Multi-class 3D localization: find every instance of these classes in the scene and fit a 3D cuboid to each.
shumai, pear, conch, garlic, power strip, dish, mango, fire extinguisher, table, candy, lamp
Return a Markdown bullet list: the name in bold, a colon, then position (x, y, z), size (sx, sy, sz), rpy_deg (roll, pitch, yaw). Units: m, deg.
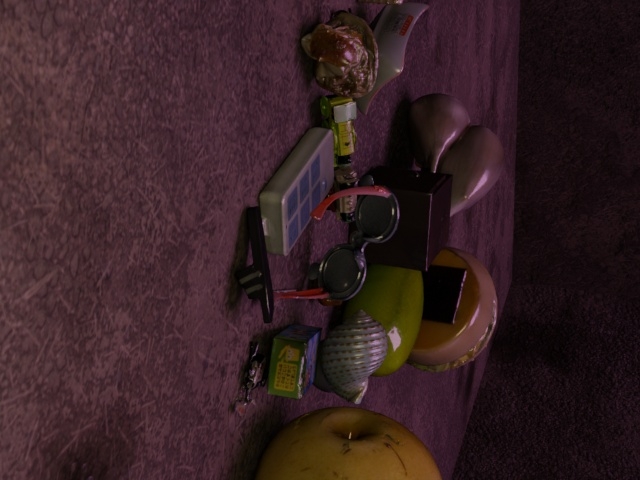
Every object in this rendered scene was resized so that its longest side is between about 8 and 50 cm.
- **shumai**: position (0.021, -0.310, 1.709), size (0.116, 0.145, 0.146), rpy_deg (-8, 107, -48)
- **pear**: position (0.046, 0.446, 1.750), size (0.348, 0.348, 0.349), rpy_deg (9, 90, -72)
- **conch**: position (0.049, 0.197, 1.819), size (0.102, 0.135, 0.153), rpy_deg (33, 77, -27)
- **garlic**: position (0.267, -0.187, 2.312), size (0.231, 0.245, 0.340), rpy_deg (46, 35, -22)
- **power strip**: position (-0.034, -0.086, 1.718), size (0.270, 0.046, 0.118), rpy_deg (-59, 151, -51)
- **dish**: position (0.113, -0.354, 1.925), size (0.151, 0.077, 0.212), rpy_deg (-48, -166, 50)
- **mango**: position (0.138, 0.141, 2.158), size (0.343, 0.155, 0.192), rpy_deg (-65, 158, -46)
- **fire extinguisher**: position (0.054, -0.379, 1.860), size (0.056, 0.039, 0.132), rpy_deg (-59, 162, 4)
- **table**: position (0.169, -0.058, 2.139), size (0.193, 0.169, 0.173), rpy_deg (-41, 136, -62)
- **candy**: position (-0.041, 0.201, 1.742), size (0.194, 0.062, 0.097), rpy_deg (-14, 111, -82)
- **lamp**: position (0.023, 0.234, 1.935), size (0.105, 0.105, 0.105), rpy_deg (9, 90, -72)

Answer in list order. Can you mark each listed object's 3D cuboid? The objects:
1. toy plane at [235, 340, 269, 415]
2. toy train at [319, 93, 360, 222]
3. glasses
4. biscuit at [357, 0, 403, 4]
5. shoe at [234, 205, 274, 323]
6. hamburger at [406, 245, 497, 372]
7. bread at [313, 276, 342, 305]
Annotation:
- **toy plane**: position (-0.110, 0.224, 1.651), size (0.049, 0.031, 0.121), rpy_deg (55, 44, -57)
- **toy train**: position (0.036, -0.142, 1.843), size (0.085, 0.053, 0.250), rpy_deg (-129, -151, -52)
- **glasses**: position (0.000, 0.000, 1.739), size (0.268, 0.118, 0.234), rpy_deg (2, 126, -55)
- **biscuit**: position (0.136, -0.627, 1.907), size (0.054, 0.094, 0.379), rpy_deg (-17, 113, -70)
- **shoe**: position (-0.105, 0.039, 1.568), size (0.071, 0.049, 0.179), rpy_deg (39, 42, -83)
- **hamburger**: position (0.257, 0.153, 2.335), size (0.176, 0.300, 0.300), rpy_deg (34, 66, -56)
- **bread**: position (0.014, 0.081, 1.923), size (0.085, 0.053, 0.085), rpy_deg (0, 90, -81)
